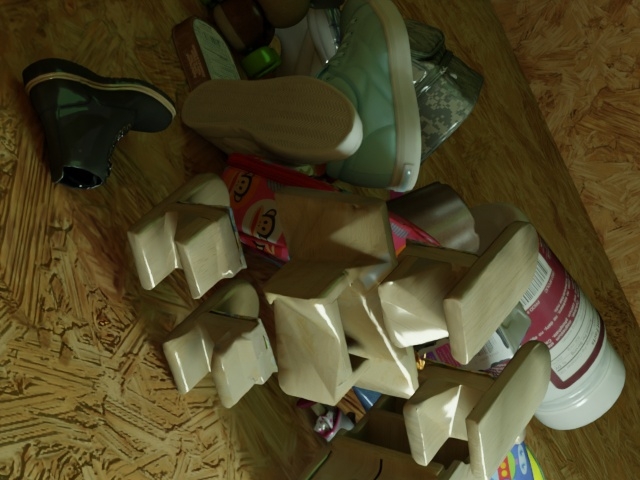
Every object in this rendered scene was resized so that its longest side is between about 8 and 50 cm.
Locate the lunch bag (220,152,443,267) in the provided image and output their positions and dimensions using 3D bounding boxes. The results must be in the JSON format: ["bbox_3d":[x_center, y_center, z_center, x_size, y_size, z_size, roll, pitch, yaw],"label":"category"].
[{"bbox_3d":[0.000,0.000,1.432,0.258,0.120,0.293,20,-7,42],"label":"lunch bag"}]

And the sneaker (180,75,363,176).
[{"bbox_3d":[-0.028,-0.124,1.481,0.169,0.293,0.108,43,71,-43],"label":"sneaker"}]

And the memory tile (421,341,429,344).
[{"bbox_3d":[0.119,0.128,1.664,0.148,0.113,0.012,-38,118,-69],"label":"memory tile"}]

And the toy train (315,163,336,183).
[{"bbox_3d":[0.012,-0.132,1.705,0.105,0.143,0.248,57,22,-8],"label":"toy train"}]

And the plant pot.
[{"bbox_3d":[0.129,0.003,1.672,0.167,0.165,0.167,52,-20,29],"label":"plant pot"}]

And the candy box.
[{"bbox_3d":[0.193,0.155,1.672,0.070,0.196,0.165,60,22,-2],"label":"candy box"}]

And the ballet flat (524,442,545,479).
[{"bbox_3d":[0.274,0.317,1.835,0.077,0.077,0.231,-7,65,-44],"label":"ballet flat"}]

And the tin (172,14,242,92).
[{"bbox_3d":[-0.150,-0.233,1.626,0.106,0.040,0.189,14,51,-56],"label":"tin"}]

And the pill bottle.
[{"bbox_3d":[0.356,0.140,2.012,0.392,0.224,0.224,49,25,-28],"label":"pill bottle"}]

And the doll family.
[{"bbox_3d":[0.073,0.191,1.470,0.163,0.118,0.263,53,23,-18],"label":"doll family"}]

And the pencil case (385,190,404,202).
[{"bbox_3d":[0.130,0.027,1.828,0.104,0.104,0.236,44,27,-35],"label":"pencil case"}]

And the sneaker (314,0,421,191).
[{"bbox_3d":[0.043,-0.228,1.628,0.150,0.135,0.366,3,48,-15],"label":"sneaker"}]

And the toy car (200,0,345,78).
[{"bbox_3d":[-0.064,-0.356,1.732,0.155,0.188,0.149,58,7,-4],"label":"toy car"}]

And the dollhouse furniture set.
[{"bbox_3d":[0.062,0.109,1.176,0.256,0.362,0.394,-43,132,-43],"label":"dollhouse furniture set"}]

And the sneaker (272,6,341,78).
[{"bbox_3d":[-0.003,-0.243,1.868,0.111,0.129,0.297,-41,119,-70],"label":"sneaker"}]

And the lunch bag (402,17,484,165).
[{"bbox_3d":[0.142,-0.289,2.122,0.256,0.212,0.305,41,23,-3],"label":"lunch bag"}]

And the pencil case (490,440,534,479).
[{"bbox_3d":[0.224,0.355,1.511,0.133,0.119,0.306,-14,91,-38],"label":"pencil case"}]

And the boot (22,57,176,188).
[{"bbox_3d":[-0.231,-0.108,1.262,0.198,0.077,0.137,7,60,-48],"label":"boot"}]
